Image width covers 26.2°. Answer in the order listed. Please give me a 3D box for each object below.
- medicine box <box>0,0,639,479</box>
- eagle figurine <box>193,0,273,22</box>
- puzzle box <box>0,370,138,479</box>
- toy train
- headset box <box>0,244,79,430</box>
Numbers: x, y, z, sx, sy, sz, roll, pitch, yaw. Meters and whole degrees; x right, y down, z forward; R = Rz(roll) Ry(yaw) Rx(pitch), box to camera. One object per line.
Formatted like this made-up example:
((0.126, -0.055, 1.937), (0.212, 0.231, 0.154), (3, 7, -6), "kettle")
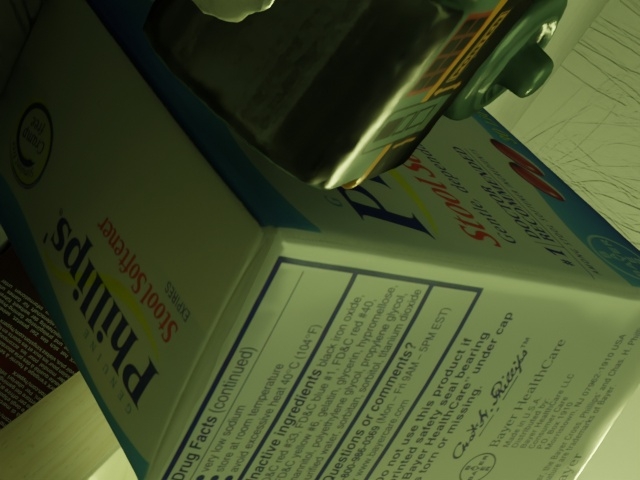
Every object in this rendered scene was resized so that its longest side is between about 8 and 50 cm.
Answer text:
((0.000, 0.000, 0.750), (0.289, 0.263, 0.149), (10, 118, -39), "medicine box")
((-0.033, -0.236, 0.416), (0.298, 0.226, 0.225), (-44, 145, -29), "eagle figurine")
((-0.187, 0.206, 0.691), (0.272, 0.052, 0.409), (-60, 175, 16), "puzzle box")
((0.073, -0.159, 0.519), (0.334, 0.142, 0.190), (-50, 170, 26), "toy train")
((-0.188, 0.105, 0.943), (0.293, 0.110, 0.218), (-51, 168, -24), "headset box")
